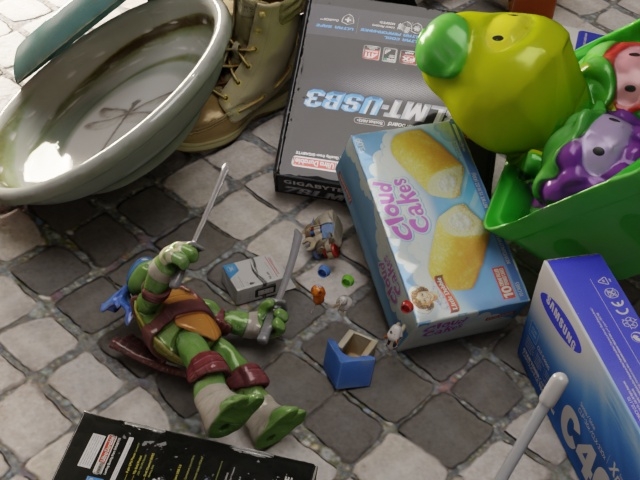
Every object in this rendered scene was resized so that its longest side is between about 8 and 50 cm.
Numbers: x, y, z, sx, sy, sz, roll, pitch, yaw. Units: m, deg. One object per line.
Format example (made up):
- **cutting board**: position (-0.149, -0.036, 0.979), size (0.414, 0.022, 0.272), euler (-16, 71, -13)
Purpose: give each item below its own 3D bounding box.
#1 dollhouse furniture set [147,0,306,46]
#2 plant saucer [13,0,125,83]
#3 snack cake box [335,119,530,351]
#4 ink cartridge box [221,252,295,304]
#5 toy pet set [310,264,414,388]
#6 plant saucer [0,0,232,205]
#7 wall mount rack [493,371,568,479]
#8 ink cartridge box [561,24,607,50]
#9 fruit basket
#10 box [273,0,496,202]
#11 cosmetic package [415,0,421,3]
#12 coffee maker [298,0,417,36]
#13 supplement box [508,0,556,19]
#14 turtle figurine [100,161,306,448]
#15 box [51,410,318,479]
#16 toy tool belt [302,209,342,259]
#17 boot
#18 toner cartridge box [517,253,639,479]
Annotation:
- **dollhouse furniture set**: position (-0.154, -0.353, 1.806), size (0.212, 0.161, 0.242), euler (23, 45, 17)
- **plant saucer**: position (-0.320, -0.336, 1.688), size (0.043, 0.318, 0.317), euler (51, 45, -14)
- **snack cake box**: position (0.133, -0.010, 1.474), size (0.152, 0.089, 0.264), euler (-10, 66, -20)
- **ink cartridge box**: position (-0.076, 0.046, 1.488), size (0.083, 0.028, 0.048), euler (-15, 48, -23)
- **toy pet set**: position (0.032, 0.108, 1.374), size (0.122, 0.114, 0.065), euler (22, 36, 16)
- **plant saucer**: position (-0.269, -0.167, 1.564), size (0.401, 0.100, 0.400), euler (-24, 34, 17)
- **wall mount rack**: position (0.214, 0.314, 1.124), size (0.350, 0.130, 0.304), euler (37, 72, 29)
- **ink cartridge box**: position (0.502, -0.240, 1.846), size (0.371, 0.069, 0.175), euler (13, 42, 9)
- **fruit basket**: position (0.309, -0.171, 1.458), size (0.392, 0.283, 0.392), euler (21, 59, -39)
- **box**: position (0.102, -0.187, 1.648), size (0.296, 0.073, 0.293), euler (9, 68, 3)
- **cosmetic package**: position (0.210, -0.514, 2.003), size (0.238, 0.127, 0.107), euler (-30, 40, -13)
- **coffee maker**: position (0.050, -0.351, 1.832), size (0.178, 0.120, 0.171), euler (-39, 104, -39)
- **supplement box**: position (0.368, -0.479, 2.073), size (0.078, 0.080, 0.233), euler (6, 41, 0)
- **turtle figurine**: position (-0.097, 0.077, 1.321), size (0.275, 0.197, 0.266), euler (-24, 58, -13)
- **box**: position (-0.160, 0.331, 1.138), size (0.257, 0.079, 0.322), euler (10, 43, 6)
- **toy tool belt**: position (0.000, 0.000, 1.541), size (0.051, 0.052, 0.083), euler (-18, 36, 18)
- **boot**: position (-0.121, -0.252, 1.671), size (0.262, 0.203, 0.095), euler (-32, 56, -34)
- **toner cartridge box**: position (0.323, 0.192, 1.288), size (0.075, 0.165, 0.347), euler (-6, 44, -14)
